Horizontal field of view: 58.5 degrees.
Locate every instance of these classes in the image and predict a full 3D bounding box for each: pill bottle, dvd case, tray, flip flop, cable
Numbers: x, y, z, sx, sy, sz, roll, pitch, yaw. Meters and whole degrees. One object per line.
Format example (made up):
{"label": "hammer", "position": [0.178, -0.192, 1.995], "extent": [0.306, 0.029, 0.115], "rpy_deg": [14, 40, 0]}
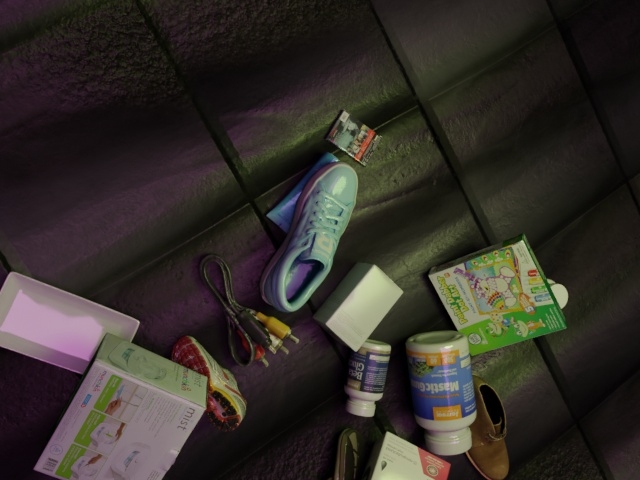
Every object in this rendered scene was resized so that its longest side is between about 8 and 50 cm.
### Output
{"label": "pill bottle", "position": [0.557, 0.138, 1.474], "extent": [0.086, 0.152, 0.086], "rpy_deg": [0, 91, -19]}
{"label": "dvd case", "position": [0.081, -0.246, 1.378], "extent": [0.119, 0.013, 0.087], "rpy_deg": [32, 80, -18]}
{"label": "pill bottle", "position": [0.296, 0.367, 1.386], "extent": [0.152, 0.152, 0.272], "rpy_deg": [-9, 93, -19]}
{"label": "pill bottle", "position": [0.107, 0.322, 1.351], "extent": [0.094, 0.094, 0.170], "rpy_deg": [11, 87, -19]}
{"label": "tray", "position": [-0.526, 0.179, 1.166], "extent": [0.270, 0.030, 0.145], "rpy_deg": [26, 82, -17]}
{"label": "flip flop", "position": [0.039, 0.583, 1.340], "extent": [0.112, 0.080, 0.277], "rpy_deg": [29, 64, -51]}
{"label": "cable", "position": [-0.186, 0.165, 1.284], "extent": [0.139, 0.072, 0.287], "rpy_deg": [-40, 90, 9]}

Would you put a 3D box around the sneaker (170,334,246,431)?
{"label": "sneaker", "position": [-0.243, 0.305, 1.244], "extent": [0.088, 0.092, 0.225], "rpy_deg": [-34, 87, 15]}

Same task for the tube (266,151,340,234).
{"label": "tube", "position": [-0.031, -0.111, 1.326], "extent": [0.080, 0.052, 0.207], "rpy_deg": [40, 84, -10]}

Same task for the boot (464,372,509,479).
{"label": "boot", "position": [0.426, 0.489, 1.454], "extent": [0.112, 0.115, 0.305], "rpy_deg": [-23, 99, -19]}

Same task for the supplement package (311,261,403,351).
{"label": "supplement package", "position": [0.086, 0.151, 1.336], "extent": [0.105, 0.105, 0.179], "rpy_deg": [43, 78, -14]}

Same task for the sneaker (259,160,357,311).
{"label": "sneaker", "position": [0.000, 0.000, 1.260], "extent": [0.135, 0.150, 0.366], "rpy_deg": [25, 91, -28]}

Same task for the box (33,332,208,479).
{"label": "box", "position": [-0.384, 0.357, 1.126], "extent": [0.231, 0.127, 0.262], "rpy_deg": [28, 101, -17]}

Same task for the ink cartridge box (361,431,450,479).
{"label": "ink cartridge box", "position": [0.175, 0.593, 1.304], "extent": [0.172, 0.100, 0.237], "rpy_deg": [27, 53, 2]}

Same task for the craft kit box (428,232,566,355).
{"label": "craft kit box", "position": [0.432, 0.138, 1.404], "extent": [0.250, 0.246, 0.061], "rpy_deg": [60, 31, -10]}
